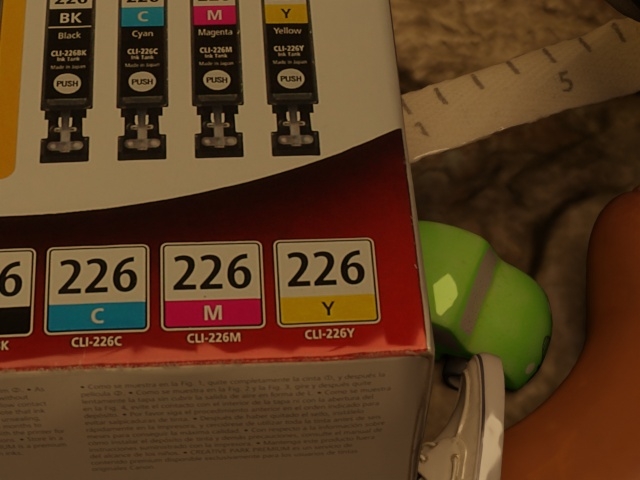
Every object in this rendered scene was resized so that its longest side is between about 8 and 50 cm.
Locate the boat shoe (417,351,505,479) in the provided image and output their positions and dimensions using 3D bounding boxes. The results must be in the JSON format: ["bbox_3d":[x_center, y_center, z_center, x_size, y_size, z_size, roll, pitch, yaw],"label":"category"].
[{"bbox_3d":[0.047,0.088,0.614,0.035,0.035,0.100,9,72,0],"label":"boat shoe"}]

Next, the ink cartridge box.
[{"bbox_3d":[-0.129,-0.029,0.613,0.309,0.130,0.272,-2,52,-4],"label":"ink cartridge box"}]

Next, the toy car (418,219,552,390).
[{"bbox_3d":[0.000,0.000,0.750,0.225,0.053,0.239,21,65,6],"label":"toy car"}]

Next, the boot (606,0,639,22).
[{"bbox_3d":[0.143,-0.182,0.754,0.222,0.118,0.338,2,30,41],"label":"boot"}]

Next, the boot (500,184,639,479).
[{"bbox_3d":[0.071,0.109,0.677,0.220,0.109,0.284,0,78,-10],"label":"boot"}]

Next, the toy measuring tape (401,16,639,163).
[{"bbox_3d":[0.163,-0.072,0.772,0.330,0.121,0.121,-21,68,-5],"label":"toy measuring tape"}]
